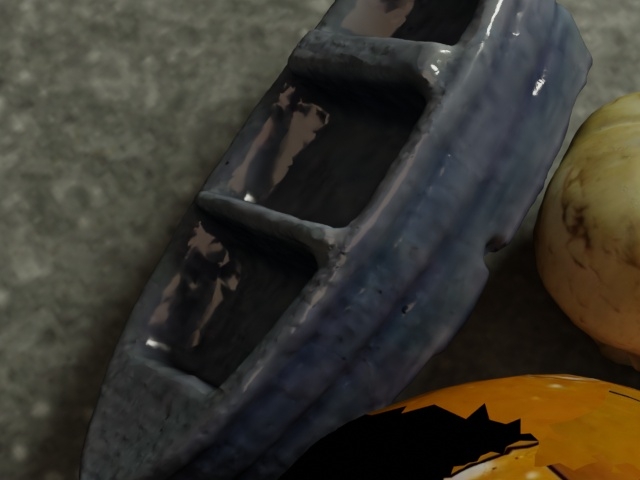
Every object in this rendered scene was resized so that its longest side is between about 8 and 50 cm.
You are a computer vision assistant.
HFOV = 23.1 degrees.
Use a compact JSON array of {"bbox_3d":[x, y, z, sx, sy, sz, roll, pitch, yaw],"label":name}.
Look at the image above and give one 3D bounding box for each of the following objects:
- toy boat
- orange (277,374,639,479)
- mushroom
[{"bbox_3d":[0.000,0.000,0.639,0.078,0.127,0.283,39,79,-35],"label":"toy boat"},{"bbox_3d":[0.080,0.142,0.552,0.234,0.234,0.182,7,75,2],"label":"orange"},{"bbox_3d":[0.153,0.004,0.646,0.148,0.112,0.148,23,36,-18],"label":"mushroom"}]
